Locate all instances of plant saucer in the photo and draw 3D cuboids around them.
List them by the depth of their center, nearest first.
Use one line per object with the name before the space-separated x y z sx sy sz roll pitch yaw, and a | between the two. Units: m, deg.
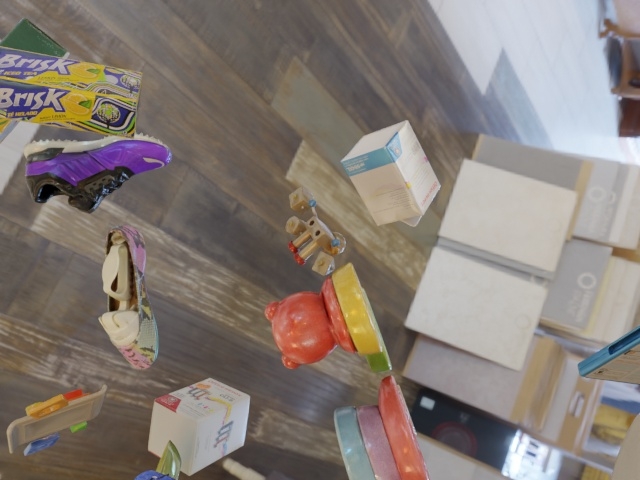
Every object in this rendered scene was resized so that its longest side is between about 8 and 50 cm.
plant saucer | -0.298 0.482 1.118 0.037 0.241 0.241 22 81 -9

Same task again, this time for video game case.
video game case | 0.319 0.085 0.528 0.119 0.166 0.015 10 54 -14

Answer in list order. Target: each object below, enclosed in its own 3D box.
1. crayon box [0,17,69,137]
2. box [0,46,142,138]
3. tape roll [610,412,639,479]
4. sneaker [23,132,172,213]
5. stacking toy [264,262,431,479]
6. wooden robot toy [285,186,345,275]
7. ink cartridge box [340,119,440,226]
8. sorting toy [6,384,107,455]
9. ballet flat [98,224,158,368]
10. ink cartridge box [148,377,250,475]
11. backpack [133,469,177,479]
crayon box | -0.531 -0.169 0.952 0.083 0.203 0.323 39 66 -24
box | -0.282 -0.160 0.674 0.168 0.059 0.054 7 135 -14
tape roll | 0.317 0.339 0.541 0.392 0.071 0.393 7 90 -77
sneaker | -0.441 -0.125 1.248 0.102 0.293 0.146 85 0 -73
stacking toy | 0.039 0.202 0.869 0.279 0.130 0.309 48 23 -82
wooden robot toy | 0.000 0.000 0.956 0.076 0.173 0.079 -44 136 17
ink cartridge box | 0.116 -0.096 0.985 0.143 0.089 0.092 59 43 -20
sorting toy | -0.543 0.355 1.284 0.195 0.348 0.047 -19 70 -33
ballet flat | -0.296 0.086 0.940 0.079 0.076 0.222 9 74 -72
ink cartridge box | -0.260 0.397 1.360 0.176 0.128 0.128 -8 111 -58
backpack | -0.217 0.374 0.867 0.098 0.120 0.101 -55 163 -52
